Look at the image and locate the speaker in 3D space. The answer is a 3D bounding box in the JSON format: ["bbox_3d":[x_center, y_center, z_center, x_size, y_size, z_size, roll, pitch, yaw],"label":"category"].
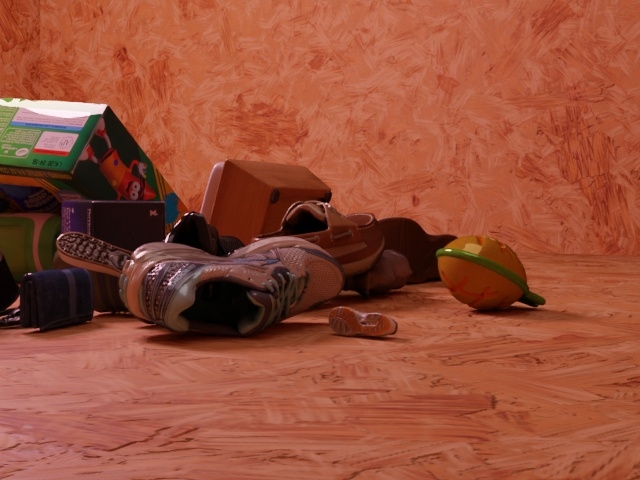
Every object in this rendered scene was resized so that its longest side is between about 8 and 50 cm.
[{"bbox_3d":[-0.606,0.010,1.751,0.296,0.131,0.131,1,2,17],"label":"speaker"}]

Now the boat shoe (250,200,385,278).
[{"bbox_3d":[0.000,0.000,1.374,0.122,0.120,0.324,-3,15,27],"label":"boat shoe"}]

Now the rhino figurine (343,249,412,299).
[{"bbox_3d":[0.075,0.053,1.512,0.106,0.073,0.243,11,9,22],"label":"rhino figurine"}]

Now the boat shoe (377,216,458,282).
[{"bbox_3d":[0.161,0.029,1.829,0.110,0.122,0.341,-4,-11,36],"label":"boat shoe"}]

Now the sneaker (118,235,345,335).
[{"bbox_3d":[-0.077,0.067,1.048,0.283,0.110,0.122,-4,22,-36],"label":"sneaker"}]

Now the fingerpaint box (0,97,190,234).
[{"bbox_3d":[-0.537,-0.105,1.843,0.444,0.163,0.371,8,-29,25],"label":"fingerpaint box"}]

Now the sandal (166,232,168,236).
[{"bbox_3d":[-0.238,0.041,1.641,0.086,0.120,0.302,35,23,31],"label":"sandal"}]

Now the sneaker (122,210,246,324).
[{"bbox_3d":[-0.138,0.021,1.159,0.130,0.087,0.227,-45,-13,29],"label":"sneaker"}]

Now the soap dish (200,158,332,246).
[{"bbox_3d":[-0.097,-0.018,1.608,0.118,0.229,0.291,19,9,23],"label":"soap dish"}]

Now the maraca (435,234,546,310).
[{"bbox_3d":[0.238,0.053,1.302,0.185,0.099,0.127,31,-10,-38],"label":"maraca"}]

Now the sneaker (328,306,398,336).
[{"bbox_3d":[0.047,0.093,1.024,0.083,0.032,0.037,8,-8,38],"label":"sneaker"}]

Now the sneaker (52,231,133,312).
[{"bbox_3d":[-0.260,0.062,1.212,0.192,0.086,0.064,25,38,-4],"label":"sneaker"}]

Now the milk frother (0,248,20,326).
[{"bbox_3d":[-0.402,0.031,1.095,0.143,0.135,0.129,-2,32,17],"label":"milk frother"}]

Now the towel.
[{"bbox_3d":[-0.301,0.067,1.076,0.029,0.067,0.119,-1,1,19],"label":"towel"}]

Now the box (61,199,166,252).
[{"bbox_3d":[-0.309,0.015,1.375,0.108,0.153,0.207,-1,1,-27],"label":"box"}]
